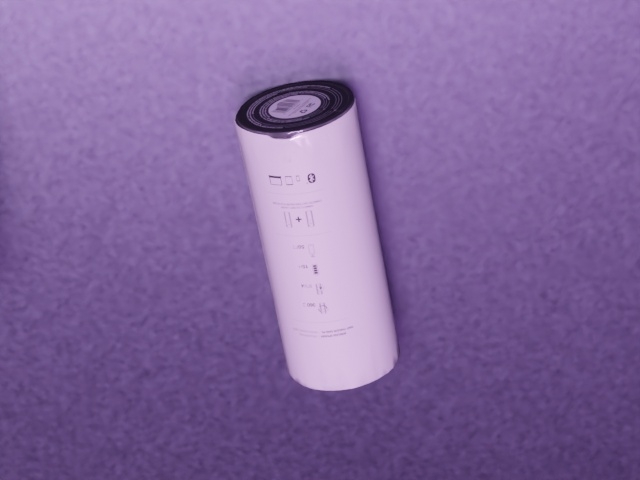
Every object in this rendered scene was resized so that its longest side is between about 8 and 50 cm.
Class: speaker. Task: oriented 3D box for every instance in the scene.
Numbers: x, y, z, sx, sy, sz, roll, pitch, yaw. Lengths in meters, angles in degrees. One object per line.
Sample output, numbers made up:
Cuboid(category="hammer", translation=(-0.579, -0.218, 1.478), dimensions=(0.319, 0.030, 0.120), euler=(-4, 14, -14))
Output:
Cuboid(category="speaker", translation=(0.000, 0.000, 0.839), dimensions=(0.055, 0.055, 0.136), euler=(-10, 118, 4))
